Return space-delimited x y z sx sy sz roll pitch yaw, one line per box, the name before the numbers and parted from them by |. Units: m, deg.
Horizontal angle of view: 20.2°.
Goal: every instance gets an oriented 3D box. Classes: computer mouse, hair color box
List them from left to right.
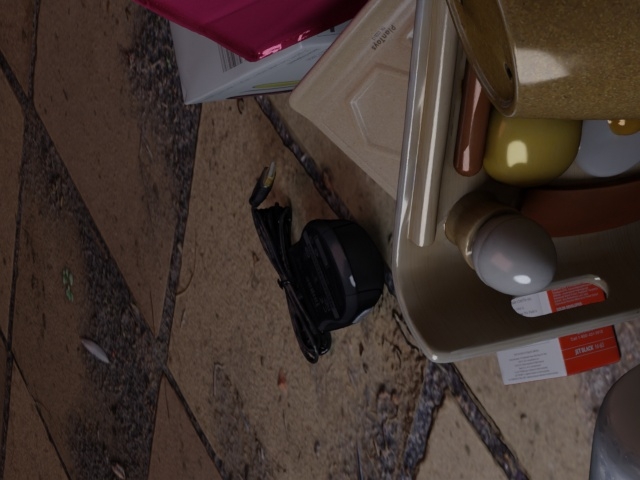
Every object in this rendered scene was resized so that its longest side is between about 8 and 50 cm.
computer mouse | 0.000 0.000 1.668 0.262 0.060 0.184 122 128 -71
hair color box | 0.160 0.019 1.340 0.093 0.053 0.167 -19 85 64

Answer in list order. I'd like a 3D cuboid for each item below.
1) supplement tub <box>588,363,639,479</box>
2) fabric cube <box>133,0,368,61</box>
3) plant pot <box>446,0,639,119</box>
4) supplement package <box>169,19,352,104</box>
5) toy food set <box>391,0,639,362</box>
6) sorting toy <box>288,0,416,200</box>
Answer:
supplement tub | 0.253 0.248 1.064 0.207 0.207 0.338 40 135 53
fabric cube | -0.020 -0.303 1.212 0.259 0.254 0.258 16 -127 -74
plant pot | 0.191 -0.158 0.883 0.237 0.254 0.237 161 90 -85
supplement package | -0.023 -0.239 1.501 0.262 0.145 0.204 -14 87 66
toy food set | 0.168 -0.079 1.084 0.092 0.220 0.306 48 141 48
sorting toy | 0.107 -0.092 1.243 0.208 0.038 0.193 40 128 -4
